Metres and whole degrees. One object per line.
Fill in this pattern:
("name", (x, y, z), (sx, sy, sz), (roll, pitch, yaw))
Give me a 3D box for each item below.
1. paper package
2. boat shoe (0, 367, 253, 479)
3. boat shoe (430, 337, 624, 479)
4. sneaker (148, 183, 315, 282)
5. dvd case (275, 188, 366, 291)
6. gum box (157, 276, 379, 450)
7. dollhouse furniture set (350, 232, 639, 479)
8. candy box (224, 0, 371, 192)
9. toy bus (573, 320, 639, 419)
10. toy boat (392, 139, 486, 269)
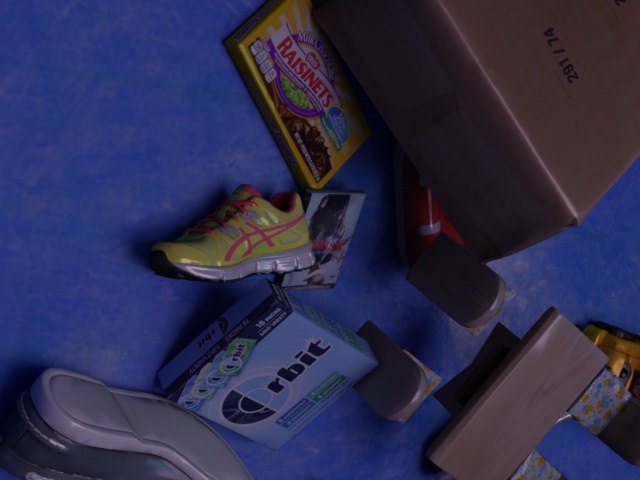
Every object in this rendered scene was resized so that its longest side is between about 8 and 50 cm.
("paper package", (0.206, -0.201, 1.419), (0.309, 0.168, 0.325), (-42, 102, -36))
("boat shoe", (-0.186, 0.217, 1.331), (0.099, 0.116, 0.319), (-45, 139, 12))
("boat shoe", (0.259, 0.223, 1.773), (0.305, 0.109, 0.091), (-24, 79, -25))
("sneaker", (-0.092, -0.009, 1.361), (0.208, 0.081, 0.094), (-9, 101, -49))
("dvd case", (0.000, 0.000, 1.475), (0.087, 0.013, 0.119), (-1, 118, -45))
("gum box", (-0.052, 0.134, 1.414), (0.157, 0.041, 0.184), (-42, 138, 14))
("dollhouse furniture set", (0.186, 0.269, 1.509), (0.394, 0.256, 0.362), (-50, 126, 1))
("candy box", (-0.019, -0.157, 1.411), (0.105, 0.027, 0.206), (-49, 133, -25))
("toy bus", (0.474, 0.221, 1.904), (0.220, 0.211, 0.149), (22, 89, -45))
("toy boat", (0.176, -0.057, 1.551), (0.151, 0.151, 0.231), (-24, 120, -38))
